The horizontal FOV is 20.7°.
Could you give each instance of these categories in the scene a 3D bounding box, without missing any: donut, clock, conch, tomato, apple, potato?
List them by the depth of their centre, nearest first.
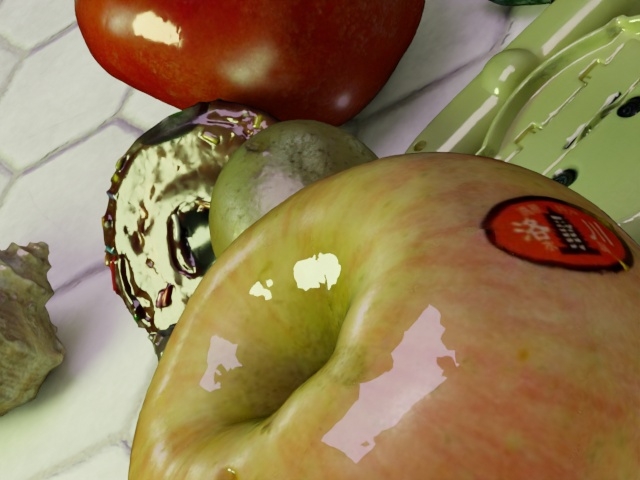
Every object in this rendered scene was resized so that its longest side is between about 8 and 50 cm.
[{"bbox_3d":[0.075,0.141,1.103,0.391,0.346,0.391,-31,37,27],"label":"apple"},{"bbox_3d":[0.245,-0.060,1.355,0.286,0.117,0.348,-45,35,-6],"label":"clock"},{"bbox_3d":[0.000,0.000,1.390,0.157,0.157,0.194,-37,40,4],"label":"potato"},{"bbox_3d":[-0.085,-0.013,1.566,0.230,0.096,0.216,-44,74,19],"label":"donut"},{"bbox_3d":[-0.070,-0.248,1.685,0.325,0.290,0.293,33,91,19],"label":"tomato"},{"bbox_3d":[-0.421,0.089,1.721,0.352,0.210,0.297,-22,13,-3],"label":"conch"}]

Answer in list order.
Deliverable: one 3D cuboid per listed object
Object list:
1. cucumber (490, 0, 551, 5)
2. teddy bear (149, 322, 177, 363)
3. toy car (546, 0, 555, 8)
[{"bbox_3d":[0.225,-0.248,1.637,0.250,0.056,0.056,-1,50,40],"label":"cucumber"},{"bbox_3d":[-0.033,0.146,1.389,0.171,0.144,0.251,-8,16,-13],"label":"teddy bear"},{"bbox_3d":[0.270,-0.213,1.532,0.171,0.080,0.070,-25,36,22],"label":"toy car"}]
